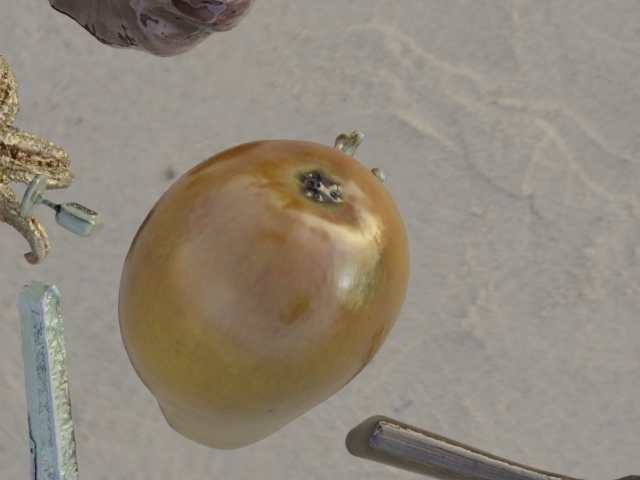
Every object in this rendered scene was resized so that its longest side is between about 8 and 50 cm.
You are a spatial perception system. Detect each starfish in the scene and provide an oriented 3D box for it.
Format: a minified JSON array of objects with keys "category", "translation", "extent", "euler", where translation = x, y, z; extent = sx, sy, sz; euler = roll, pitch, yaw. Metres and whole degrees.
[{"category":"starfish","translation":[-0.422,-0.100,1.663],"extent":[0.312,0.113,0.303],"euler":[56,40,-4]}]

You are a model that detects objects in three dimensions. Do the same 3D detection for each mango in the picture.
[{"category":"mango","translation":[-0.042,0.049,1.000],"extent":[0.211,0.317,0.173],"euler":[-40,75,-24]}]

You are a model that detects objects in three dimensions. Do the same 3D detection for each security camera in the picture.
[{"category":"security camera","translation":[-0.290,-0.035,1.601],"extent":[0.092,0.058,0.058],"euler":[22,80,5]}]

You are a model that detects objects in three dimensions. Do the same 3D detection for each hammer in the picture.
[{"category":"hammer","translation":[0.229,0.268,1.581],"extent":[0.409,0.242,0.095],"euler":[20,65,-9]}]

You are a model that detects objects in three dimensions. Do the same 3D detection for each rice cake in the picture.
[{"category":"rice cake","translation":[-0.273,0.145,1.401],"extent":[0.034,0.043,0.210],"euler":[-16,104,-55]}]

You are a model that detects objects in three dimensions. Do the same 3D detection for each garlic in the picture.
[{"category":"garlic","translation":[-0.167,-0.269,1.253],"extent":[0.245,0.245,0.160],"euler":[52,37,-11]}]

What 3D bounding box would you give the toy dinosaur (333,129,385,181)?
[{"category":"toy dinosaur","translation":[0.000,-0.002,1.276],"extent":[0.057,0.142,0.212],"euler":[26,92,-19]}]
